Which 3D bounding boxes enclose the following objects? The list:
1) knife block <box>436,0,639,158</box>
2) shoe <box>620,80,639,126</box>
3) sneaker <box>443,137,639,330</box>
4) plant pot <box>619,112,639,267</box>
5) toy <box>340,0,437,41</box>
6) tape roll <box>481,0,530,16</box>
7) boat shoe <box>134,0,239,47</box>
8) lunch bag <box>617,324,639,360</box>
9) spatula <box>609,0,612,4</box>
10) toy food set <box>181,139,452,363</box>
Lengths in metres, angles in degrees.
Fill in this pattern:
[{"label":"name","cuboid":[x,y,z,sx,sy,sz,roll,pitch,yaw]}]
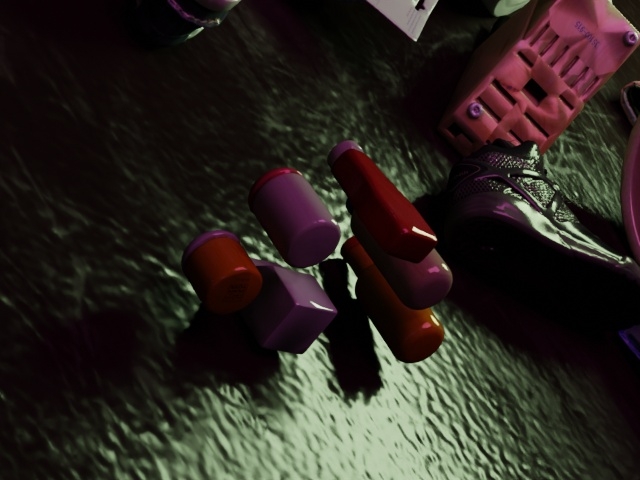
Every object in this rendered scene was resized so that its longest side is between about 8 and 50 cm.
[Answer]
[{"label":"knife block","cuboid":[0.192,-0.158,1.515,0.088,0.242,0.276,44,74,-8]},{"label":"shoe","cuboid":[0.412,-0.113,1.771,0.178,0.063,0.081,53,30,17]},{"label":"sneaker","cuboid":[0.195,-0.011,1.319,0.227,0.087,0.130,27,42,-26]},{"label":"plant pot","cuboid":[0.512,-0.034,1.595,0.305,0.334,0.334,18,40,-61]},{"label":"toy","cuboid":[-0.008,-0.259,1.363,0.237,0.056,0.137,40,34,-8]},{"label":"tape roll","cuboid":[0.263,-0.359,1.618,0.100,0.286,0.286,54,29,6]},{"label":"boat shoe","cuboid":[-0.089,-0.231,1.194,0.095,0.079,0.254,37,34,-25]},{"label":"lunch bag","cuboid":[0.357,0.111,1.392,0.151,0.096,0.129,51,27,21]},{"label":"spatula","cuboid":[0.298,-0.379,1.891,0.168,0.019,0.242,2,75,-47]},{"label":"toy food set","cuboid":[0.000,0.000,1.019,0.232,0.111,0.104,14,33,-46]}]
